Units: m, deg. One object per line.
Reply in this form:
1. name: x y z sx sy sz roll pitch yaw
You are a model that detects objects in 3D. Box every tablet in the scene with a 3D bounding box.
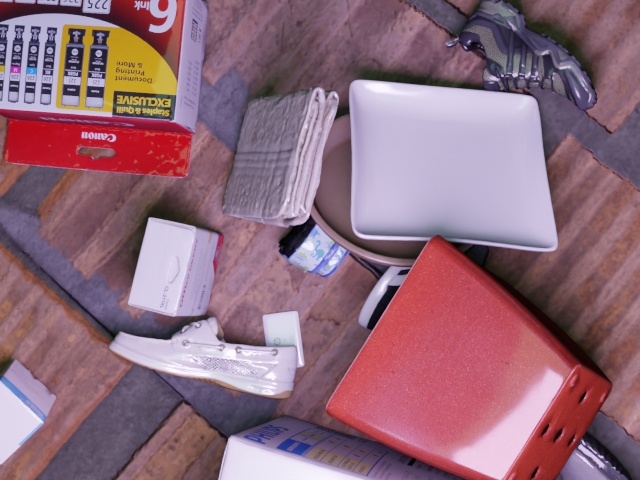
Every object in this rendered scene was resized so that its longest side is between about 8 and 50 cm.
1. tablet: -0.055 0.149 1.662 0.054 0.006 0.083 -8 85 8

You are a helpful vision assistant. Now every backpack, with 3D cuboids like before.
1. backpack: 0.000 0.000 1.609 0.084 0.114 0.105 35 90 -11

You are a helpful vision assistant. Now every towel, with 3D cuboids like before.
1. towel: -0.059 -0.116 1.562 0.049 0.282 0.187 16 88 -24

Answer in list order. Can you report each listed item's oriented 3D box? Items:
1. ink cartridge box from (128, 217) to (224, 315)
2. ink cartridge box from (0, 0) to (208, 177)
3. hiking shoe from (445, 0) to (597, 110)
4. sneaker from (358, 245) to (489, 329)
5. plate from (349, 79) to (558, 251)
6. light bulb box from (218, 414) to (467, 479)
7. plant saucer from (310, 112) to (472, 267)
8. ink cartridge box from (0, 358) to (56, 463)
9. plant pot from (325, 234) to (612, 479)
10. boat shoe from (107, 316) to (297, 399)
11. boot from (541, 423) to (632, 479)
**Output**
1. ink cartridge box: -0.204 0.039 1.606 0.072 0.175 0.127 14 88 9
2. ink cartridge box: -0.341 -0.243 1.669 0.310 0.130 0.271 4 88 9
3. hiking shoe: 0.291 -0.245 1.605 0.227 0.086 0.114 44 100 18
4. sneaker: 0.159 0.062 1.598 0.121 0.079 0.217 37 91 11
5. plate: 0.175 -0.098 1.550 0.278 0.045 0.277 4 55 -6
6. light bulb box: 0.061 0.391 1.452 0.361 0.358 0.225 14 88 10
7. plant saucer: 0.105 -0.071 1.571 0.278 0.041 0.277 5 54 -6
8. ink cartridge box: -0.459 0.248 1.656 0.092 0.143 0.090 -44 99 4
9. plant pot: 0.216 0.190 1.452 0.236 0.267 0.267 33 92 32
10. boat shoe: -0.168 0.158 1.637 0.277 0.098 0.096 12 87 1
11. boot: 0.352 0.404 1.535 0.338 0.118 0.222 45 99 13
